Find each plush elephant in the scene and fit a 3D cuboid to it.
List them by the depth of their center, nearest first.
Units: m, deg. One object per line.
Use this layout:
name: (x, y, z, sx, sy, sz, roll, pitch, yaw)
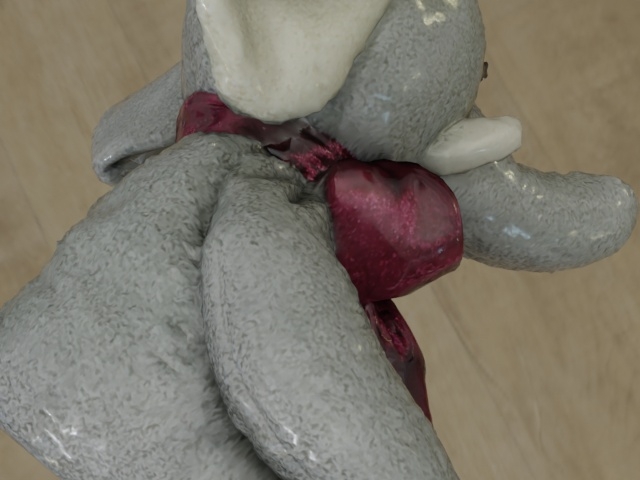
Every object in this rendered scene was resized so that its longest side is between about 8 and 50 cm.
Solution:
plush elephant: (0.000, 0.000, 0.609, 0.330, 0.272, 0.255, 42, 79, -11)
